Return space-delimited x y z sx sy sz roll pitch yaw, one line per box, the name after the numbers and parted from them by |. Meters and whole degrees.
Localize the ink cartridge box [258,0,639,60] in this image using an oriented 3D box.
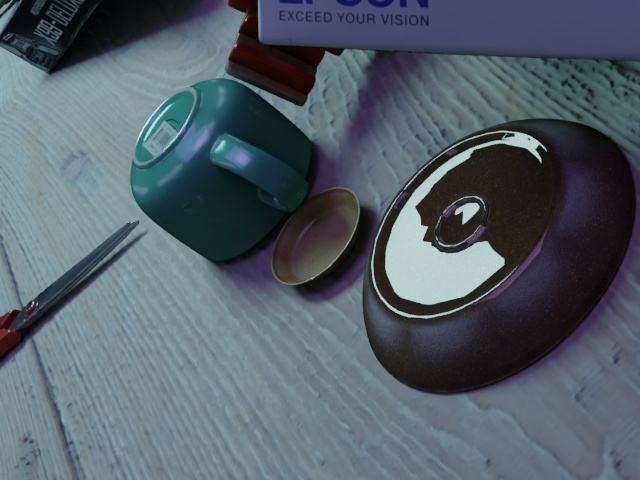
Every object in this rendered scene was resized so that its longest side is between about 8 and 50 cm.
0.118 -0.265 0.650 0.324 0.330 0.071 6 18 23 | ink cartridge box

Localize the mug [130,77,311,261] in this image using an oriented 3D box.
-0.077 -0.067 0.936 0.157 0.097 0.129 -26 38 39 | mug

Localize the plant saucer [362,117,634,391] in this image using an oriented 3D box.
0.095 -0.003 0.741 0.198 0.036 0.199 -31 37 27 | plant saucer

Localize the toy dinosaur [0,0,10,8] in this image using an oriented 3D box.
-0.440 -0.369 1.703 0.118 0.064 0.268 10 68 45 | toy dinosaur

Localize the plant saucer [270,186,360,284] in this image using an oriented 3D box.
0.000 0.000 0.866 0.083 0.015 0.083 -30 37 27 | plant saucer

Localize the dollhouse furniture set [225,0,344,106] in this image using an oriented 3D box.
0.020 -0.220 0.862 0.259 0.262 0.135 132 158 -59 | dollhouse furniture set

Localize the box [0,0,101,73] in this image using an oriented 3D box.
-0.249 -0.356 1.373 0.307 0.076 0.242 -29 35 58 | box

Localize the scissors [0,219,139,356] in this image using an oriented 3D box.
-0.274 0.081 1.107 0.297 0.021 0.109 -28 37 28 | scissors
